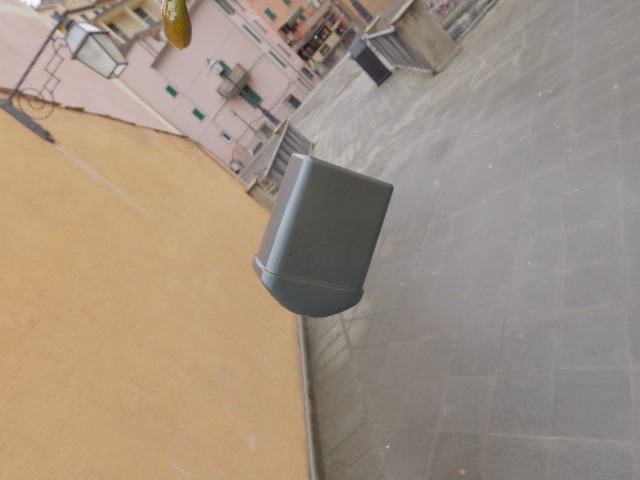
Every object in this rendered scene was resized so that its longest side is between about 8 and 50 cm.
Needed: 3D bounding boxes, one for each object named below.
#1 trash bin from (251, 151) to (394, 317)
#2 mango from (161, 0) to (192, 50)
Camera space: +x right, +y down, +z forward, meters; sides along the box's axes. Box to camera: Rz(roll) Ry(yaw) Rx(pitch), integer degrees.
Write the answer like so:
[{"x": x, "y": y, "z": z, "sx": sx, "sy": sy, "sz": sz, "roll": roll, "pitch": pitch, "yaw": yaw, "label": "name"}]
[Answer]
[{"x": 0.000, "y": 0.000, "z": 0.643, "sx": 0.101, "sy": 0.176, "sz": 0.237, "roll": 38, "pitch": 111, "yaw": 65, "label": "trash bin"}, {"x": -0.375, "y": -0.579, "z": 1.074, "sx": 0.066, "sy": 0.101, "sz": 0.187, "roll": -26, "pitch": -14, "yaw": -26, "label": "mango"}]
